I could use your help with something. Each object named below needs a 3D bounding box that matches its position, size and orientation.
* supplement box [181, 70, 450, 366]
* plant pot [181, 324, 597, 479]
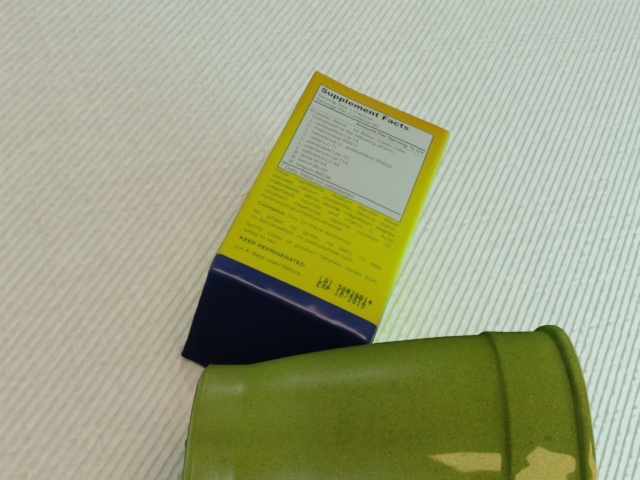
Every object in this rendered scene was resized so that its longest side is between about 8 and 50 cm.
[{"bbox_3d":[0.000,0.000,1.240,0.194,0.195,0.357,25,51,0],"label":"supplement box"},{"bbox_3d":[0.046,0.254,0.997,0.353,0.366,0.366,4,52,-1],"label":"plant pot"}]
